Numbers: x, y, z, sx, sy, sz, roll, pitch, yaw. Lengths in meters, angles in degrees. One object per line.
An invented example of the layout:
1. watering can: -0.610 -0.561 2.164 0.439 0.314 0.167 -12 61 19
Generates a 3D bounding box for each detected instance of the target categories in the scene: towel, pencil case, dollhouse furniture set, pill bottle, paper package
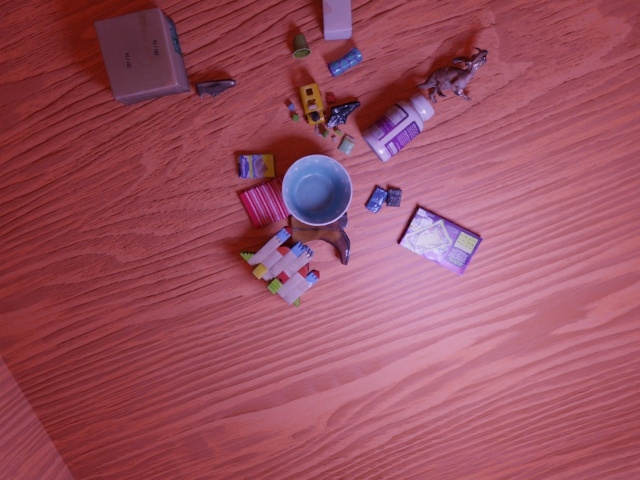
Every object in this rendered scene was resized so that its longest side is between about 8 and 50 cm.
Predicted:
1. towel: -0.227 -0.190 1.975 0.274 0.031 0.199 -22 101 5
2. pencil case: 0.107 -0.791 1.828 0.151 0.064 0.070 -31 115 7
3. dollhouse furniture set: 0.087 -0.460 1.898 0.151 0.058 0.076 29 101 -4
4. towel: 0.271 -0.192 1.963 0.067 0.029 0.120 29 100 -5
5. pill bottle: 0.347 -0.505 1.828 0.301 0.169 0.169 -39 98 9
6. paper package: -0.767 -0.792 1.798 0.309 0.168 0.325 -11 100 2

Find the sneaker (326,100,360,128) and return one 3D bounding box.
1. sneaker: 0.106 -0.573 1.880 0.170 0.051 0.089 -17 120 -9

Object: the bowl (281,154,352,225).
1. bowl: -0.020 -0.219 1.879 0.311 0.163 0.312 0 89 -5

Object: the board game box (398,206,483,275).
1. board game box: 0.575 0.004 1.987 0.346 0.056 0.208 26 97 -4

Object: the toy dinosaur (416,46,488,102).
1. toy dinosaur: 0.570 -0.722 1.808 0.295 0.127 0.201 -1 94 14

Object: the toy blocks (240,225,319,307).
1. toy blocks: -0.146 0.106 1.943 0.261 0.191 0.381 -41 98 12

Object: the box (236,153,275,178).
1. box: -0.304 -0.349 1.939 0.178 0.042 0.109 -3 101 1

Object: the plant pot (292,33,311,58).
1. plant pot: -0.089 -0.861 1.817 0.083 0.083 0.079 -11 89 4

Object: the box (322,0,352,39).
1. box: 0.066 -1.032 1.741 0.121 0.148 0.311 -3 100 3

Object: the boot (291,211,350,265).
1. boot: 0.000 0.000 1.976 0.280 0.096 0.264 -6 104 4

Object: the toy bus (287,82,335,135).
1. toy bus: -0.034 -0.600 1.850 0.202 0.104 0.191 30 101 -4

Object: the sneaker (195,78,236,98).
1. sneaker: -0.469 -0.689 1.873 0.188 0.066 0.071 -3 118 7

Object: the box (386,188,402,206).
1. box: 0.349 -0.202 1.952 0.067 0.018 0.083 1 102 -22
